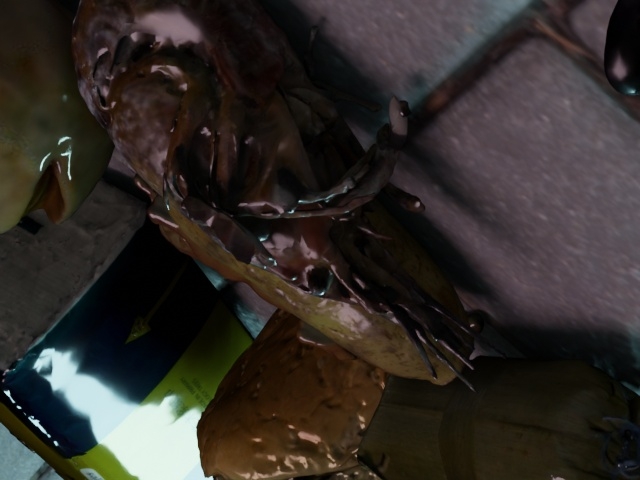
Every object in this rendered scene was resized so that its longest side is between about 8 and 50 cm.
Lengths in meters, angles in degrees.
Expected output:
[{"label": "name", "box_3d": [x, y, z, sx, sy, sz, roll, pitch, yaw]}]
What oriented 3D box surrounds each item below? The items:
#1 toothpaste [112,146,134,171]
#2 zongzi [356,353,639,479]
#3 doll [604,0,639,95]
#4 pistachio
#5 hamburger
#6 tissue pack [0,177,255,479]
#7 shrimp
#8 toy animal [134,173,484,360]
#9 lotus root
[{"label": "toothpaste", "box_3d": [-0.122, -0.048, 1.100, 0.190, 0.031, 0.048, 36, 161, 5]}, {"label": "zongzi", "box_3d": [0.198, 0.177, 0.881, 0.274, 0.125, 0.250, 32, 164, -24]}, {"label": "doll", "box_3d": [0.211, -0.041, 0.389, 0.248, 0.127, 0.088, 17, 117, 45]}, {"label": "pistachio", "box_3d": [-0.253, -0.104, 1.013, 0.288, 0.166, 0.197, -21, 78, 63]}, {"label": "hamburger", "box_3d": [-0.019, 0.180, 1.144, 0.162, 0.209, 0.330, 44, 159, -12]}, {"label": "tissue pack", "box_3d": [-0.225, 0.137, 1.370, 0.264, 0.253, 0.416, 22, 156, 42]}, {"label": "shrimp", "box_3d": [-0.010, -0.042, 0.749, 0.343, 0.145, 0.116, 45, -173, 0]}, {"label": "toy animal", "box_3d": [-0.027, 0.017, 0.993, 0.312, 0.097, 0.157, 35, 173, 7]}, {"label": "lotus root", "box_3d": [0.000, 0.000, 0.855, 0.258, 0.110, 0.097, 35, 140, -4]}]
